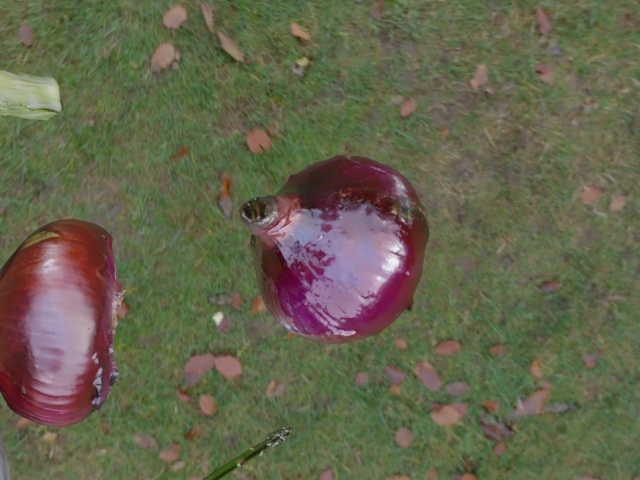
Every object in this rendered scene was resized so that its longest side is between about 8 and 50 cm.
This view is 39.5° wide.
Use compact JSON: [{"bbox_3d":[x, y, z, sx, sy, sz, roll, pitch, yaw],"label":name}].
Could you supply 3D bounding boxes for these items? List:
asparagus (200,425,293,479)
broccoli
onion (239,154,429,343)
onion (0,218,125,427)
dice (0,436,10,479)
[{"bbox_3d":[-0.077,0.188,0.728,0.166,0.013,0.016,-25,144,-47],"label":"asparagus"},{"bbox_3d":[-0.625,-0.292,1.572,0.252,0.361,0.221,46,114,4],"label":"broccoli"},{"bbox_3d":[0.000,0.000,1.554,0.385,0.348,0.347,25,102,-48],"label":"onion"},{"bbox_3d":[-0.293,0.093,0.992,0.161,0.248,0.248,-13,109,-20],"label":"onion"},{"bbox_3d":[-0.618,0.444,1.374,0.270,0.270,0.271,-8,129,-16],"label":"dice"}]
